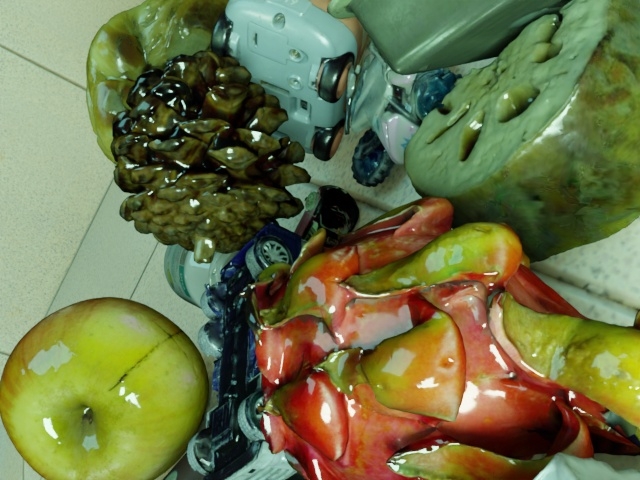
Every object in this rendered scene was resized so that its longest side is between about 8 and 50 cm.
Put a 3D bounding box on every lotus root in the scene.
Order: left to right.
[{"bbox_3d":[0.175,-0.075,0.539,0.235,0.119,0.138,-37,37,39],"label":"lotus root"}]

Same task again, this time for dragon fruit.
[{"bbox_3d":[0.079,0.091,0.461,0.243,0.228,0.307,-28,17,-12],"label":"dragon fruit"}]

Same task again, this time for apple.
[{"bbox_3d":[-0.300,0.214,0.975,0.286,0.286,0.233,-59,-3,10],"label":"apple"}]

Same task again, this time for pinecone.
[{"bbox_3d":[-0.139,-0.100,0.807,0.243,0.243,0.257,-23,88,53],"label":"pinecone"}]

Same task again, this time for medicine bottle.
[{"bbox_3d":[-0.139,0.041,0.989,0.215,0.135,0.135,8,74,63],"label":"medicine bottle"}]

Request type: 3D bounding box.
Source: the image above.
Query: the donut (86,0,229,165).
[{"bbox_3d":[-0.252,-0.275,1.244,0.360,0.360,0.170,-68,20,-8],"label":"donut"}]

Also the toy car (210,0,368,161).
[{"bbox_3d":[-0.022,-0.261,0.947,0.270,0.180,0.212,96,-160,-60],"label":"toy car"}]

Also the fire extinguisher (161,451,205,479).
[{"bbox_3d":[-0.150,0.312,0.811,0.341,0.105,0.141,-49,12,14],"label":"fire extinguisher"}]

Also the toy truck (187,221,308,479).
[{"bbox_3d":[-0.037,0.128,0.712,0.124,0.155,0.268,-42,37,38],"label":"toy truck"}]

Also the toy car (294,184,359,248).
[{"bbox_3d":[0.000,0.000,0.849,0.142,0.069,0.055,-64,30,0],"label":"toy car"}]

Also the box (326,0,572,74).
[{"bbox_3d":[0.154,-0.255,0.554,0.220,0.290,0.166,-26,87,53],"label":"box"}]

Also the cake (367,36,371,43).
[{"bbox_3d":[0.044,-0.408,1.080,0.086,0.116,0.220,-41,35,49],"label":"cake"}]

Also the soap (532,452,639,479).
[{"bbox_3d":[0.138,0.272,0.268,0.258,0.159,0.302,-53,30,16],"label":"soap"}]

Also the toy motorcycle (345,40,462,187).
[{"bbox_3d":[0.113,-0.181,0.772,0.204,0.108,0.239,-172,81,-67],"label":"toy motorcycle"}]
